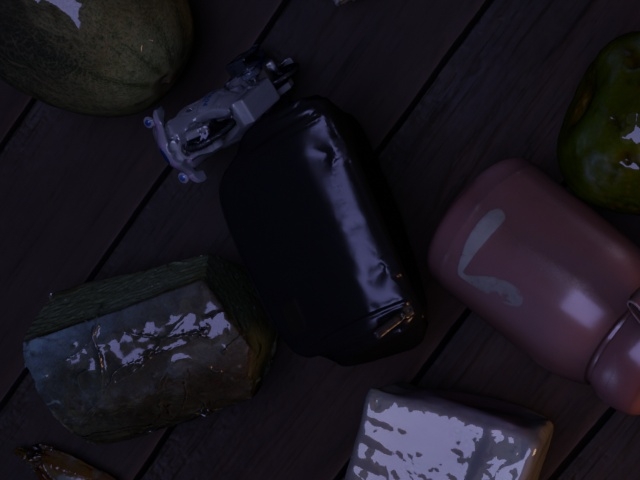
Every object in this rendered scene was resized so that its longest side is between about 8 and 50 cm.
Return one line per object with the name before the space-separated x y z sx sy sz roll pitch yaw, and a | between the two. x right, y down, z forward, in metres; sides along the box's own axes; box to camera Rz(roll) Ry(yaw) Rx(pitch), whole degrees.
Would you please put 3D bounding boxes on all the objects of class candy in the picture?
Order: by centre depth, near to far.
candy | 0.122 0.344 1.935 0.208 0.145 0.358 18 99 18

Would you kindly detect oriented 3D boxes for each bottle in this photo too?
bottle | 0.270 0.049 1.805 0.173 0.206 0.297 -39 64 -19

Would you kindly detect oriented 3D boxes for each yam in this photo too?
yam | -0.188 0.126 2.007 0.271 0.202 0.201 -25 107 17

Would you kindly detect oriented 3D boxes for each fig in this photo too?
fig | 0.400 -0.099 1.805 0.275 0.206 0.206 23 102 -7

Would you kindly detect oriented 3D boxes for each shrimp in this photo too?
shrimp | -0.315 0.311 2.134 0.184 0.043 0.091 36 108 12

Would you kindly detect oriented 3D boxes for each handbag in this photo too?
handbag | -0.003 0.001 1.881 0.178 0.275 0.302 -23 86 9

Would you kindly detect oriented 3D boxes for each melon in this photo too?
melon | -0.298 -0.285 1.981 0.329 0.248 0.248 37 105 7

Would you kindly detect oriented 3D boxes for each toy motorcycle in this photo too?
toy motorcycle | -0.114 -0.146 1.952 0.150 0.221 0.102 -20 108 41

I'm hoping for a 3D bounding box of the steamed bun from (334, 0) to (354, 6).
steamed bun | 0.005 -0.409 1.908 0.200 0.170 0.225 -45 78 21
